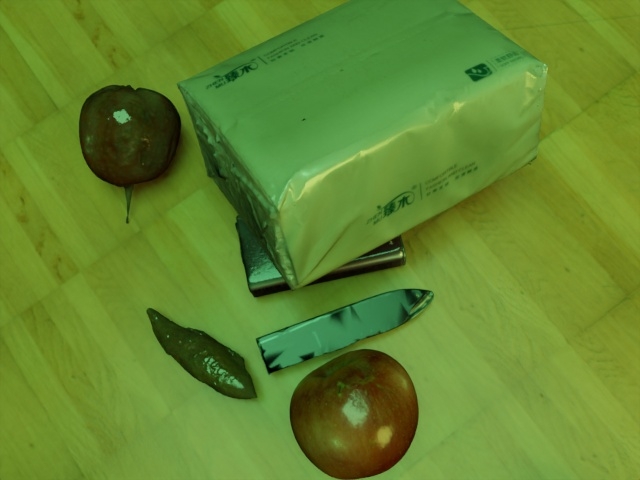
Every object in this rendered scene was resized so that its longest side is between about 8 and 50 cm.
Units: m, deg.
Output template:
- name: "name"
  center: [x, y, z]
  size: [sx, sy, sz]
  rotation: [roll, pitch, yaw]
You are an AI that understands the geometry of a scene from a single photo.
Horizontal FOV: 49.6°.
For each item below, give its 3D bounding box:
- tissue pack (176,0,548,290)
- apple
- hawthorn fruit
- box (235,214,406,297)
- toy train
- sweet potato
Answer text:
- name: "tissue pack"
  center: [0.049, -0.149, 0.896]
  size: [0.380, 0.207, 0.297]
  rotation: [-30, 51, -13]
- name: "apple"
  center: [0.044, 0.220, 0.873]
  size: [0.163, 0.163, 0.139]
  rotation: [-26, 91, -4]
- name: "hawthorn fruit"
  center: [-0.273, -0.140, 0.999]
  size: [0.149, 0.149, 0.189]
  rotation: [-8, 73, 1]
- name: "box"
  center: [0.000, 0.000, 0.980]
  size: [0.224, 0.069, 0.120]
  rotation: [-13, 73, 0]
- name: "toy train"
  center: [0.038, 0.118, 0.958]
  size: [0.252, 0.048, 0.055]
  rotation: [-18, 84, -8]
- name: "sweet potato"
  center: [-0.165, 0.157, 0.956]
  size: [0.206, 0.060, 0.068]
  rotation: [32, 41, 13]
